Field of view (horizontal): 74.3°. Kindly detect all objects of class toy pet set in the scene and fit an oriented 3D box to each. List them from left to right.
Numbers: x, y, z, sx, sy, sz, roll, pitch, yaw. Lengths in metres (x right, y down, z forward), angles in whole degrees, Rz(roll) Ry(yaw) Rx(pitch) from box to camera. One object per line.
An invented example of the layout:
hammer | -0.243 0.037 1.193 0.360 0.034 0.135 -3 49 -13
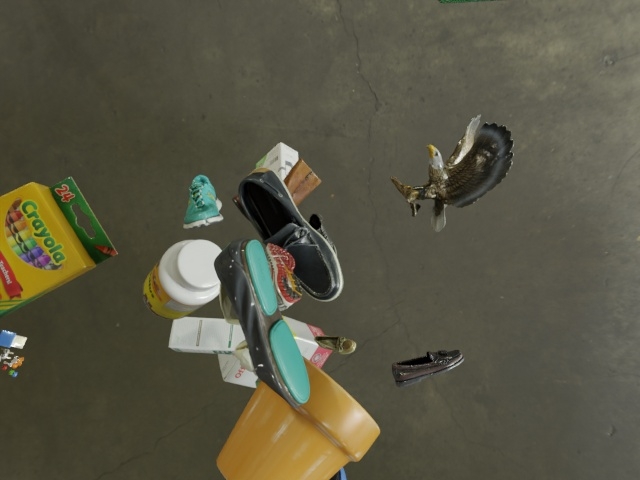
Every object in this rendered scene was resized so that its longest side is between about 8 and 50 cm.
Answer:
toy pet set | -0.918 0.327 1.234 0.122 0.065 0.114 -3 65 40

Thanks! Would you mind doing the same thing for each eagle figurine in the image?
eagle figurine | 0.355 -0.187 1.136 0.298 0.225 0.227 -29 68 9

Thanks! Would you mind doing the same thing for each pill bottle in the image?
pill bottle | -0.248 0.072 0.777 0.215 0.117 0.117 -32 73 52

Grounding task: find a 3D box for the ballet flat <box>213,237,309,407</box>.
ballet flat | -0.074 0.098 0.491 0.074 0.074 0.203 -18 93 13

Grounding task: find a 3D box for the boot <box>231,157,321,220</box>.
boot | -0.148 -0.174 1.500 0.280 0.264 0.096 -47 47 7

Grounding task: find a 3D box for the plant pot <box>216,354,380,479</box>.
plant pot | -0.047 0.299 0.642 0.205 0.205 0.188 37 68 16

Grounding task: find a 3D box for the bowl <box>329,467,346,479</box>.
bowl | -0.099 0.887 1.543 0.390 0.391 0.077 6 122 16

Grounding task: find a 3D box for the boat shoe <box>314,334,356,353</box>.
boat shoe | 0.049 0.357 1.471 0.152 0.048 0.056 4 62 35

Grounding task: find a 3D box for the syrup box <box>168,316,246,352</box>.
syrup box | -0.322 0.291 1.281 0.236 0.093 0.097 5 68 -3

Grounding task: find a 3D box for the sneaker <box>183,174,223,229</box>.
sneaker | -0.334 -0.106 1.168 0.106 0.275 0.110 -14 116 -10

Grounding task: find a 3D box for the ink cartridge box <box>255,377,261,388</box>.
ink cartridge box | -0.114 0.540 1.426 0.154 0.093 0.213 -5 108 19

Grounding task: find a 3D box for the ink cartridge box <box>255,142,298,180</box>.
ink cartridge box | -0.203 -0.282 1.960 0.198 0.114 0.273 -31 49 37

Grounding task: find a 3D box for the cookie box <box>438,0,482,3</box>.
cookie box | 0.162 -0.281 0.402 0.107 0.040 0.092 41 108 53

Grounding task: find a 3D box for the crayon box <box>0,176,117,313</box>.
crayon box | -0.618 0.021 0.856 0.318 0.081 0.202 -31 95 -11

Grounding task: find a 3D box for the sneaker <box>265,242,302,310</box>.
sneaker | -0.122 0.094 1.146 0.093 0.088 0.225 -45 37 23

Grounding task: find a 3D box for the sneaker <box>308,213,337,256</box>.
sneaker | 0.000 0.000 1.670 0.083 0.118 0.222 -22 89 5

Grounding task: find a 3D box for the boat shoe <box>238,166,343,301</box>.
boat shoe | -0.105 -0.008 1.366 0.186 0.156 0.501 -31 92 23

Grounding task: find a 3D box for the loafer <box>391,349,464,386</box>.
loafer | 0.433 0.496 1.711 0.302 0.109 0.095 -20 87 -6

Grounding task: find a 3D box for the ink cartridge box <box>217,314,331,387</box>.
ink cartridge box | -0.187 0.465 1.755 0.279 0.384 0.160 -57 33 11
